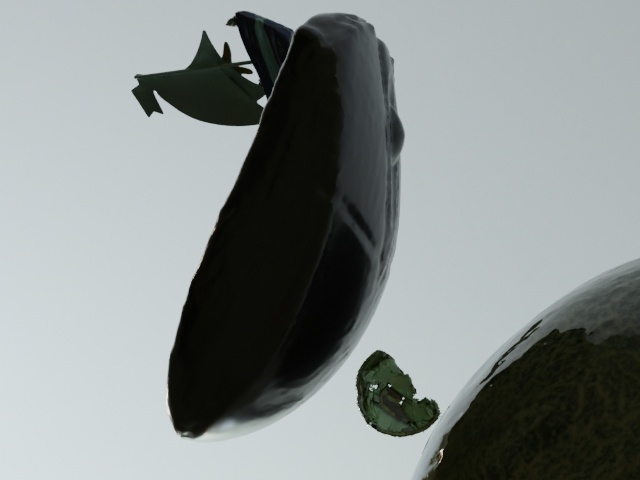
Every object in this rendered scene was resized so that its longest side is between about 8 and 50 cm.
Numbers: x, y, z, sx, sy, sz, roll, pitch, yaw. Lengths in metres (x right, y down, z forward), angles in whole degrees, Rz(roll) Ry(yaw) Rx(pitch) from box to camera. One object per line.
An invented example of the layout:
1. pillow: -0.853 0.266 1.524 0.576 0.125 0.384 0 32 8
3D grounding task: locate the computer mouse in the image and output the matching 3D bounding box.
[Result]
1. computer mouse: 0.000 0.000 0.622 0.086 0.269 0.137 19 -7 17

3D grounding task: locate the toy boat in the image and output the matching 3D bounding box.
1. toy boat: -0.154 -0.225 1.570 0.291 0.067 0.220 -7 -52 21

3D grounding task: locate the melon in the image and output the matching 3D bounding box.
1. melon: 0.196 0.140 0.600 0.248 0.329 0.248 54 4 -6

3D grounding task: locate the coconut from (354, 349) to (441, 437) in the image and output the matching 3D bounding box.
1. coconut: 0.111 0.256 1.747 0.158 0.133 0.055 58 -27 -4
